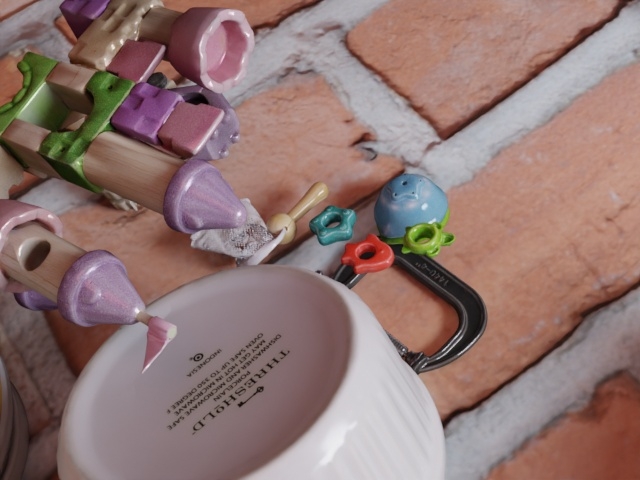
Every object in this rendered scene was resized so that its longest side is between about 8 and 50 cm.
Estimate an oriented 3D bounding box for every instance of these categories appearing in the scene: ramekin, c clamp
[{"bbox_3d":[-0.056,0.132,0.608,0.272,0.127,0.273,-15,35,11],"label":"ramekin"},{"bbox_3d":[0.056,0.062,0.752,0.160,0.022,0.137,32,65,23],"label":"c clamp"}]

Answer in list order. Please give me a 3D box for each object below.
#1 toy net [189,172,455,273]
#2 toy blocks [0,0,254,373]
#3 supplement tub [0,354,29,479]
[{"bbox_3d":[0.000,0.000,0.767,0.232,0.045,0.122,-11,45,9],"label":"toy net"},{"bbox_3d":[-0.142,-0.065,0.664,0.260,0.309,0.289,21,68,26],"label":"toy blocks"},{"bbox_3d":[-0.360,0.114,0.607,0.228,0.316,0.229,-3,62,6],"label":"supplement tub"}]
